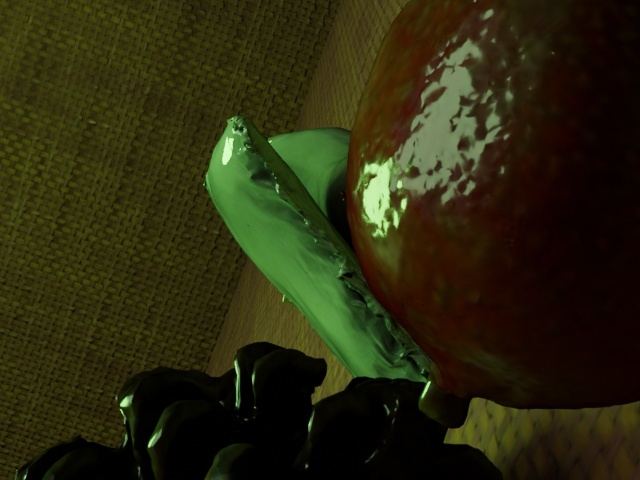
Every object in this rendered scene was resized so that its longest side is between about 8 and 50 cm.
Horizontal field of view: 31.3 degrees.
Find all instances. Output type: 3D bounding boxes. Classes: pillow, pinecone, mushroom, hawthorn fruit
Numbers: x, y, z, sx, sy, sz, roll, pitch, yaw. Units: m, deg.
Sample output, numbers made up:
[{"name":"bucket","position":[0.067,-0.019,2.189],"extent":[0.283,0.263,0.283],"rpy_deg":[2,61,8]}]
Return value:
[{"name":"pillow","position":[0.001,0.025,0.754],"extent":[0.051,0.229,0.128],"rpy_deg":[-38,-3,-20]},{"name":"pinecone","position":[-0.020,0.159,0.542],"extent":[0.257,0.243,0.243],"rpy_deg":[-35,23,21]},{"name":"mushroom","position":[0.030,-0.024,0.853],"extent":[0.122,0.159,0.328],"rpy_deg":[-54,9,-10]},{"name":"hawthorn fruit","position":[0.090,-0.016,0.411],"extent":[0.169,0.169,0.188],"rpy_deg":[-111,37,-78]}]

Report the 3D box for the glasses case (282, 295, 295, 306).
[{"name":"glasses case","position":[0.000,0.000,1.408],"extent":[0.064,0.041,0.170],"rpy_deg":[-21,-51,-85]}]
